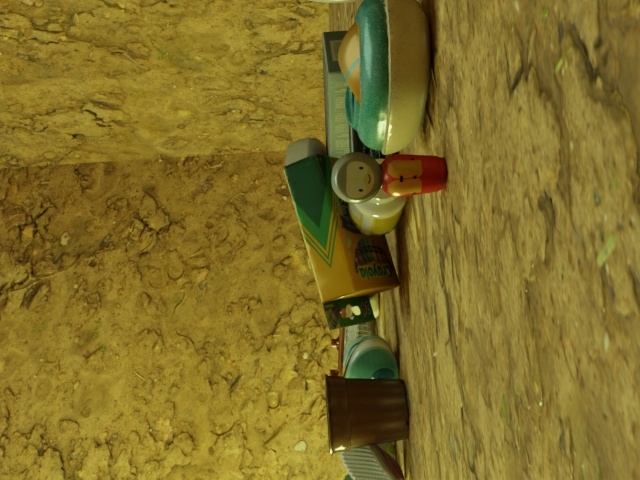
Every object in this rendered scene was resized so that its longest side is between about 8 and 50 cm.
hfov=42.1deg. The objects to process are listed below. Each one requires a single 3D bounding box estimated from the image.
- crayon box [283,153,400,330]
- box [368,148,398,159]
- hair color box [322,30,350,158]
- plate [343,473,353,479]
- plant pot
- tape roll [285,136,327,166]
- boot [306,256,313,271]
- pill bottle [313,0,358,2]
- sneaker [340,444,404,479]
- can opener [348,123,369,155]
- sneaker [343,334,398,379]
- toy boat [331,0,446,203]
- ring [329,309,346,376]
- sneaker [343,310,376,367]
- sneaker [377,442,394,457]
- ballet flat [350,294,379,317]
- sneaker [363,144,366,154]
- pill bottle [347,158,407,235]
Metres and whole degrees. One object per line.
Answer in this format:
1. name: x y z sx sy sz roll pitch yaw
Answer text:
1. crayon box: 0.052 0.001 1.624 0.203 0.083 0.323 -2 -106 -61
2. box: 0.122 -0.196 1.651 0.191 0.045 0.184 102 161 -83
3. hair color box: 0.069 -0.318 2.098 0.185 0.113 0.375 -95 3 -45
4. plate: 0.129 0.637 2.007 0.188 0.024 0.188 40 -160 -18
5. plant pot: 0.095 0.357 1.730 0.167 0.165 0.167 177 90 -89
6. tape roll: 0.026 -0.091 2.249 0.392 0.072 0.392 57 -161 -33
7. boot: 0.000 0.000 2.360 0.262 0.095 0.203 59 -162 -5
8. pill bottle: 0.031 -0.568 1.327 0.188 0.187 0.334 -96 2 -58
9. sneaker: 0.154 0.544 1.755 0.161 0.102 0.282 42 -162 -45
10. can opener: 0.103 -0.147 1.931 0.095 0.075 0.284 118 149 -86
11. sneaker: 0.106 0.274 1.924 0.319 0.127 0.208 89 176 -47
12. toy boat: 0.080 -0.190 1.150 0.268 0.148 0.318 88 178 -56
13. ring: 0.041 0.207 1.942 0.336 0.032 0.337 2 -90 -89
14. sneaker: 0.112 0.275 2.337 0.292 0.109 0.118 -98 13 -68
15. sneaker: 0.124 0.548 1.987 0.275 0.107 0.110 -81 15 -46
16. ballet flat: 0.124 0.176 2.224 0.248 0.086 0.086 -87 -7 -88
17. sneaker: 0.113 -0.174 1.987 0.058 0.052 0.135 -79 -14 -78
18. pill bottle: 0.102 -0.079 1.487 0.184 0.103 0.103 92 174 -74
